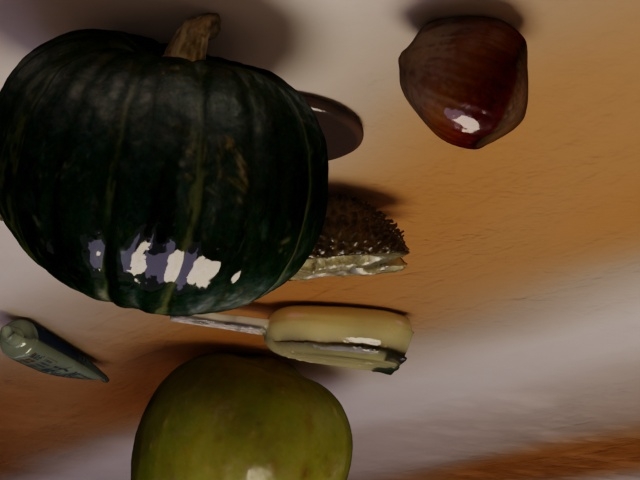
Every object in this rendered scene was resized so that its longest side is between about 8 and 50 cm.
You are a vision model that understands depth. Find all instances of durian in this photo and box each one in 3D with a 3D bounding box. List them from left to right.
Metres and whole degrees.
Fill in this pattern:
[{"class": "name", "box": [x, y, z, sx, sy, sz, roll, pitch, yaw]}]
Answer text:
[{"class": "durian", "box": [0.001, -0.001, 1.207, 0.140, 0.071, 0.110, -16, 160, 21]}]

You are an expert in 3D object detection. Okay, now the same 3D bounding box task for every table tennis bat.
[{"class": "table tennis bat", "box": [-0.043, -0.025, 1.066, 0.107, 0.119, 0.170, 16, 158, -28]}]

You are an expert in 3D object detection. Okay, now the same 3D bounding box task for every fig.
[{"class": "fig", "box": [-0.114, 0.293, 1.788, 0.258, 0.326, 0.258, 27, -173, -3]}]

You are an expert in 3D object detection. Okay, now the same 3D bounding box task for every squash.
[{"class": "squash", "box": [-0.100, -0.047, 0.911, 0.218, 0.218, 0.173, 4, 121, 7]}]

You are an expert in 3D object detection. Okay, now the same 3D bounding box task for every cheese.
[{"class": "cheese", "box": [-0.034, 0.096, 1.560, 0.251, 0.054, 0.127, 9, 163, -5]}]

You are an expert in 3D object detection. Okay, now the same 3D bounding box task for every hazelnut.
[{"class": "hazelnut", "box": [0.085, -0.096, 0.875, 0.086, 0.086, 0.086, 6, 163, 2]}]

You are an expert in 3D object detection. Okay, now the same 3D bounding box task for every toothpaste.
[{"class": "toothpaste", "box": [-0.335, 0.141, 1.821, 0.069, 0.047, 0.268, -16, 162, 6]}]
